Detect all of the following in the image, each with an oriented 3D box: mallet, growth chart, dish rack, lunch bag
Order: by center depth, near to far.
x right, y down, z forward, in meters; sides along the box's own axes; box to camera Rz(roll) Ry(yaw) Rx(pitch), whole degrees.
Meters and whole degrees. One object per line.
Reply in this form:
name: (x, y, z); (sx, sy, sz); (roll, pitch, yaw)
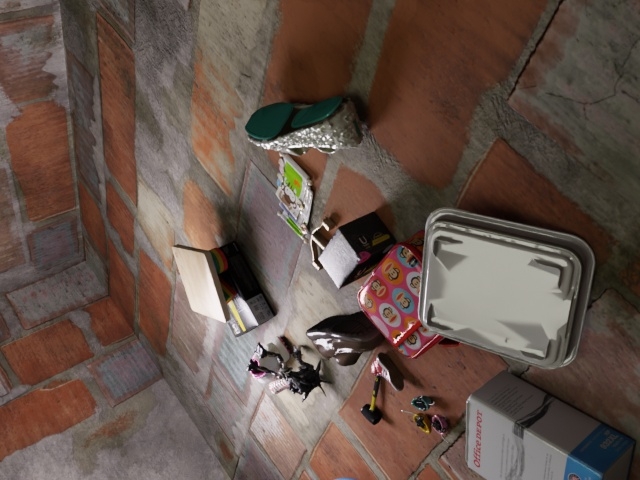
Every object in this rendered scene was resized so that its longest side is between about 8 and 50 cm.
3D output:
dish rack: (0.336, 0.100, 1.247); (0.333, 0.072, 0.285); (15, 116, 30)
lunch bag: (0.236, 0.143, 1.494); (0.258, 0.120, 0.293); (50, 143, 14)
growth chart: (-0.077, -0.127, 1.839); (0.172, 0.021, 0.237); (41, 141, 34)
mallet: (0.154, 0.461, 1.911); (0.062, 0.039, 0.189); (32, 131, 44)

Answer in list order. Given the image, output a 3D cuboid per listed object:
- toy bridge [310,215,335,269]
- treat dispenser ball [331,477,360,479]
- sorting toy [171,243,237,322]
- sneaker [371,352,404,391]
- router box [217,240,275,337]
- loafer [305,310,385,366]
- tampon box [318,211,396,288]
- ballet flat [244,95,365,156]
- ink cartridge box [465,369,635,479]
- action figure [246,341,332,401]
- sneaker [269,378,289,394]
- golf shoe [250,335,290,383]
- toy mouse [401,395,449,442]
toy bridge: (0.000, 0.000, 1.810); (0.063, 0.026, 0.188); (46, 144, 29)
treat dispenser ball: (0.086, 0.925, 2.092); (0.288, 0.288, 0.288); (34, 137, 39)
sorting toy: (-0.393, 0.134, 2.258); (0.256, 0.089, 0.257); (8, 117, 52)
sneaker: (0.185, 0.376, 1.792); (0.118, 0.042, 0.067); (58, 145, 23)
router box: (-0.309, 0.183, 2.332); (0.308, 0.081, 0.243); (62, 147, 4)
loafer: (0.088, 0.280, 1.803); (0.130, 0.134, 0.366); (62, 158, -5)
tampon box: (0.089, 0.025, 1.609); (0.101, 0.121, 0.161); (55, 147, 15)
ballet flat: (-0.044, -0.265, 1.600); (0.409, 0.147, 0.146); (10, 120, 53)
ink cartridge box: (0.468, 0.451, 1.354); (0.307, 0.129, 0.223); (27, 133, 44)
action figure: (-0.097, 0.426, 2.144); (0.276, 0.141, 0.164); (23, 106, -5)
sneaker: (-0.144, 0.527, 2.349); (0.051, 0.070, 0.134); (60, 147, 11)
golf shoe: (-0.210, 0.452, 2.328); (0.115, 0.140, 0.306); (50, 147, 19)
toy mouse: (0.293, 0.459, 1.705); (0.161, 0.031, 0.143); (41, 141, 32)
